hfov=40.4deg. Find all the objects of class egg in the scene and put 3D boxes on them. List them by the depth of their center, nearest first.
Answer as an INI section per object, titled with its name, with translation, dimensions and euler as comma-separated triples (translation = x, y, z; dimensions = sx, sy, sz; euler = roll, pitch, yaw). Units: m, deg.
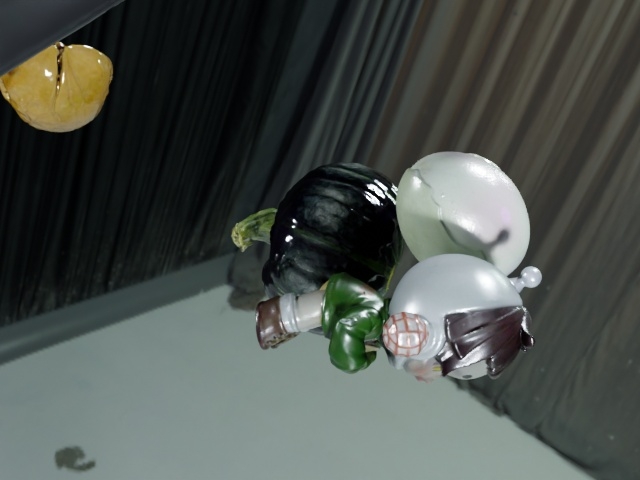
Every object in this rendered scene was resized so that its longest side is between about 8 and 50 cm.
[egg]
translation = 0.202, -0.037, 1.274
dimensions = 0.217, 0.183, 0.183
euler = 36, 13, -39

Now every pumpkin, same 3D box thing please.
[pumpkin]
translation = 0.000, 0.000, 1.433
dimensions = 0.295, 0.296, 0.296
euler = 16, 27, -8

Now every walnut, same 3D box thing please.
[walnut]
translation = -0.387, -0.211, 1.296
dimensions = 0.167, 0.211, 0.087
euler = -12, 79, -16

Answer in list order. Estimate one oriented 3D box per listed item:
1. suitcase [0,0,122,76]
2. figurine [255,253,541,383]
[suitcase]
translation = -0.264, -0.304, 0.908
dimensions = 0.188, 0.345, 0.339
euler = 56, 11, -19
[figurine]
translation = 0.104, 0.105, 1.147
dimensions = 0.370, 0.167, 0.281
euler = -3, -8, 13
